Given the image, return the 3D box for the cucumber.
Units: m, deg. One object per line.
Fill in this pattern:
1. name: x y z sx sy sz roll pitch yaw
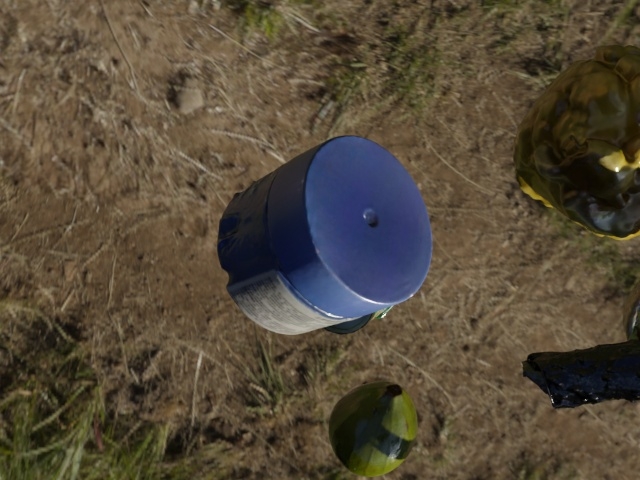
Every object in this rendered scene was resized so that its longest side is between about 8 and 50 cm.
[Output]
1. cucumber: 0.256 0.103 0.684 0.181 0.053 0.053 -12 114 26

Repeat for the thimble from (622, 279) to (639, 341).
1. thimble: 0.773 0.163 1.882 0.195 0.148 0.229 8 96 12

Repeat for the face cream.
1. face cream: 0.000 0.000 1.237 0.249 0.225 0.249 19 60 -38

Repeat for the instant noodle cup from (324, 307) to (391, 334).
1. instant noodle cup: 0.069 0.107 1.860 0.206 0.232 0.207 2 100 11

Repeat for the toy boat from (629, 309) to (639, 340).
1. toy boat: 0.451 0.140 1.079 0.108 0.293 0.099 1 86 5

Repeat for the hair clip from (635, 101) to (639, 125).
1. hair clip: 0.490 -0.167 1.099 0.173 0.300 0.069 -36 101 28

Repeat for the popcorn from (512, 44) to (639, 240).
1. popcorn: 0.567 -0.187 1.640 0.344 0.390 0.354 20 99 -10

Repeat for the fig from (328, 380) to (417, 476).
1. fig: 0.122 0.413 1.935 0.202 0.203 0.225 4 131 -15
